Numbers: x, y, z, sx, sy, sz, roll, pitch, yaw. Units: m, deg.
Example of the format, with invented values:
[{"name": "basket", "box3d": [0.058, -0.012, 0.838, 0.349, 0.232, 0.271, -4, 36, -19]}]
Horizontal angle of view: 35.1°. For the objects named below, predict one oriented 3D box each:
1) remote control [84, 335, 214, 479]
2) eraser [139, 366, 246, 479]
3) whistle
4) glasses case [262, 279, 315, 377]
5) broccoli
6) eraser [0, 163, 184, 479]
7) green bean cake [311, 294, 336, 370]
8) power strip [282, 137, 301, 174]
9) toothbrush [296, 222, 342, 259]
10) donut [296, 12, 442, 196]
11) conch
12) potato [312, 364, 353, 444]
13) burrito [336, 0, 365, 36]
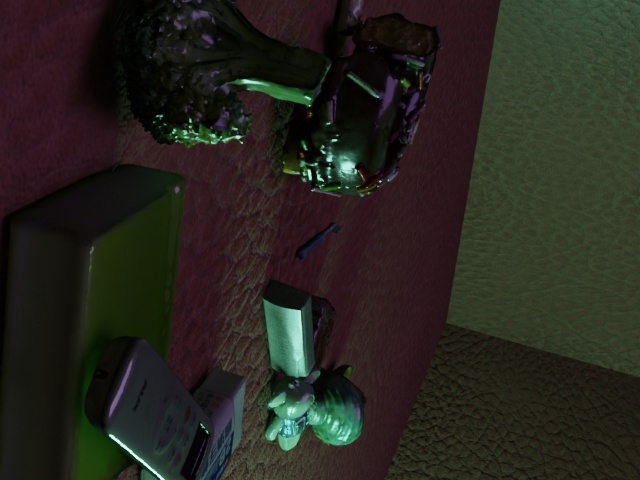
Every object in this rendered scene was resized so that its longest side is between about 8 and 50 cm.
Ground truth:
[{"name": "remote control", "box3d": [-0.155, 0.175, 0.963, 0.309, 0.038, 0.090, 75, 30, -63]}, {"name": "eraser", "box3d": [-0.166, 0.281, 1.353, 0.210, 0.068, 0.124, -56, 156, -55]}, {"name": "whistle", "box3d": [-0.054, 0.307, 1.810, 0.114, 0.077, 0.236, -32, 151, -25]}, {"name": "glasses case", "box3d": [-0.051, 0.149, 1.654, 0.205, 0.070, 0.047, 88, 25, -51]}, {"name": "broccoli", "box3d": [-0.086, -0.168, 0.938, 0.194, 0.194, 0.220, 91, 14, -45]}, {"name": "eraser", "box3d": [-0.207, 0.086, 0.943, 0.210, 0.092, 0.274, -47, 148, -64]}, {"name": "green bean cake", "box3d": [-0.020, 0.171, 1.822, 0.136, 0.056, 0.135, 57, 51, -71]}, {"name": "power strip", "box3d": [-0.018, -0.135, 1.572, 0.178, 0.028, 0.049, -34, 136, -70]}, {"name": "toothbrush", "box3d": [0.000, 0.000, 1.798, 0.016, 0.019, 0.219, -64, 170, 20]}, {"name": "donut", "box3d": [0.072, -0.188, 1.521, 0.345, 0.136, 0.259, -45, 151, -61]}, {"name": "conch", "box3d": [0.023, 0.325, 2.017, 0.176, 0.122, 0.188, 65, 4, 27]}, {"name": "potato", "box3d": [0.022, 0.346, 2.182, 0.119, 0.054, 0.198, 77, 26, -54]}, {"name": "burrito", "box3d": [0.057, -0.408, 1.562, 0.045, 0.041, 0.185, 6, 102, -34]}]
